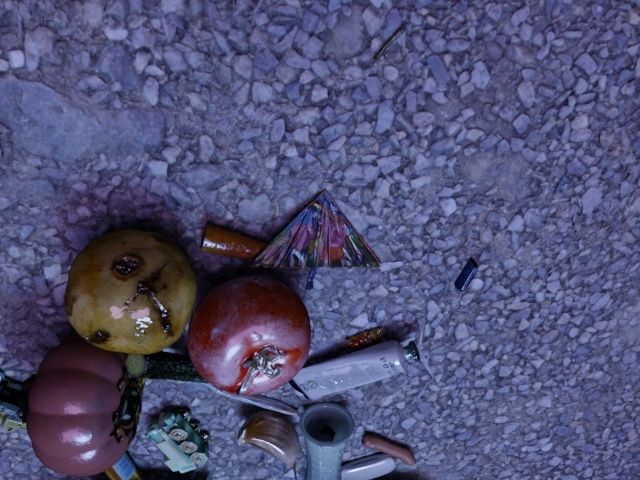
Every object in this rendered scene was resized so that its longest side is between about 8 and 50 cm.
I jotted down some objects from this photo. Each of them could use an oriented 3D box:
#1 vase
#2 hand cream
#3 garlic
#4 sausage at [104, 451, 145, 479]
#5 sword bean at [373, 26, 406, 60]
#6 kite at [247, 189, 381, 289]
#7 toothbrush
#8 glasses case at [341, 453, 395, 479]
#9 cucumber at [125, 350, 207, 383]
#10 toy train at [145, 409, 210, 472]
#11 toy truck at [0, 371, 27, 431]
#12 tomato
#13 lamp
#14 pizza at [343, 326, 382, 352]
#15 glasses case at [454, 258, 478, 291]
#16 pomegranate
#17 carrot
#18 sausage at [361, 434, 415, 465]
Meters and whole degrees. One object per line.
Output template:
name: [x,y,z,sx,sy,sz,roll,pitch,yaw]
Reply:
vase: [0.013,0.592,1.608,0.143,0.143,0.299,-3,123,-7]
hand cream: [0.080,0.321,1.483,0.336,0.076,0.121,-21,126,16]
garlic: [-0.116,0.521,1.536,0.198,0.128,0.090,43,125,-10]
sausage: [-0.541,0.540,1.523,0.082,0.082,0.371,-18,122,2]
sword bean: [0.131,-0.374,1.136,0.012,0.012,0.083,37,109,-25]
kite: [0.000,0.000,1.314,0.321,0.016,0.234,1,108,-22]
toothbrush: [-0.219,0.387,1.511,0.375,0.028,0.037,23,125,-20]
glasses case: [0.134,0.654,1.713,0.164,0.041,0.063,-16,119,1]
cucumber: [-0.322,0.292,1.367,0.067,0.067,0.293,-37,152,13]
toy train: [-0.366,0.516,1.535,0.125,0.081,0.194,-23,122,9]
toy truck: [-0.726,0.393,1.405,0.191,0.085,0.116,30,119,-26]
tomato: [-0.157,0.197,1.294,0.270,0.227,0.270,-14,132,-17]
lamp: [-0.519,0.349,1.291,0.239,0.305,0.305,0,120,4]
pizza: [0.117,0.270,1.496,0.100,0.029,0.099,-15,122,1]
glasses case: [0.351,0.086,1.424,0.023,0.033,0.083,11,118,-27]
pomegranate: [-0.380,0.103,1.207,0.260,0.260,0.260,-4,120,-7]
carrot: [-0.153,0.014,1.294,0.209,0.061,0.061,13,117,-20]
sausage: [0.194,0.587,1.683,0.186,0.043,0.043,30,111,-22]
